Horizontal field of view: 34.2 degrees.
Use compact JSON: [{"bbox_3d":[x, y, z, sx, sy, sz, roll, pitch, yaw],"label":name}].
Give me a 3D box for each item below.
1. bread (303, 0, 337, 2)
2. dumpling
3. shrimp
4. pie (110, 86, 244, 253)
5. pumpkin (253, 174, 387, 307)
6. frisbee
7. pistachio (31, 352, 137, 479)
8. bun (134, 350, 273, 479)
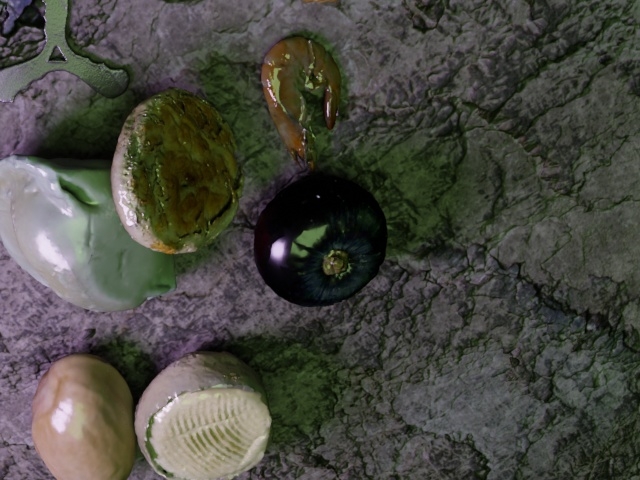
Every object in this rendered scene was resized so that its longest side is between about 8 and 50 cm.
[{"bbox_3d":[0.004,-0.476,1.510,0.245,0.134,0.244,-8,122,-13],"label":"bread"},{"bbox_3d":[-0.374,-0.004,1.616,0.270,0.212,0.320,-13,110,-5],"label":"dumpling"},{"bbox_3d":[-0.022,-0.221,1.696,0.133,0.053,0.236,-28,120,-23],"label":"shrimp"},{"bbox_3d":[-0.216,-0.102,1.606,0.274,0.055,0.274,-3,94,-53],"label":"pie"},{"bbox_3d":[0.000,0.000,1.747,0.233,0.163,0.233,-8,121,-13],"label":"pumpkin"},{"bbox_3d":[-0.392,-0.295,1.567,0.211,0.012,0.187,0,117,-15],"label":"frisbee"},{"bbox_3d":[-0.410,0.322,1.810,0.182,0.162,0.293,-28,124,-28],"label":"pistachio"},{"bbox_3d":[-0.212,0.306,1.859,0.259,0.152,0.259,-7,123,-11],"label":"bun"}]
